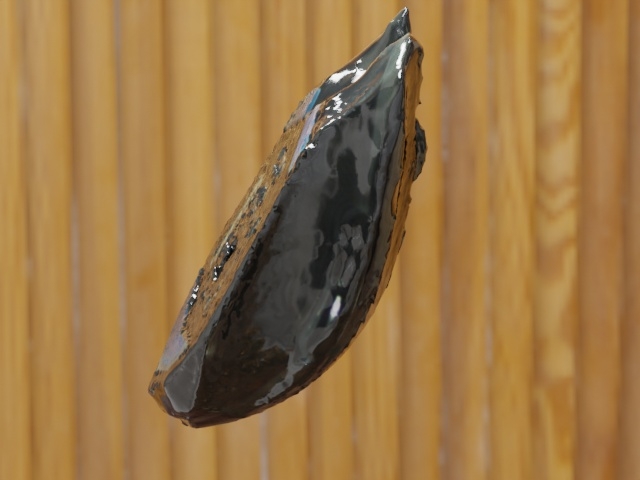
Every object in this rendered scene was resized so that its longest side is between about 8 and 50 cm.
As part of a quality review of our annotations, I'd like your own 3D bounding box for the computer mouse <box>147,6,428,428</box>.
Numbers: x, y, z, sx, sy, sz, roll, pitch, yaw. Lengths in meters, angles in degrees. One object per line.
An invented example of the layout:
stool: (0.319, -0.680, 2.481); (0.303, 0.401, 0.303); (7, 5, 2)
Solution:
computer mouse: (0.000, 0.000, 0.519); (0.135, 0.047, 0.079); (-60, 11, 15)
